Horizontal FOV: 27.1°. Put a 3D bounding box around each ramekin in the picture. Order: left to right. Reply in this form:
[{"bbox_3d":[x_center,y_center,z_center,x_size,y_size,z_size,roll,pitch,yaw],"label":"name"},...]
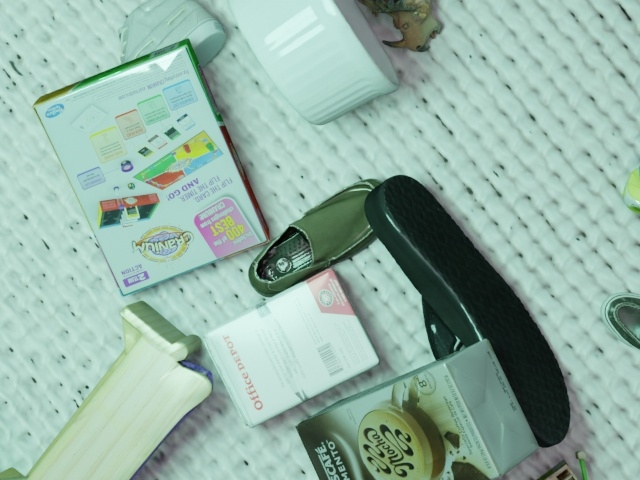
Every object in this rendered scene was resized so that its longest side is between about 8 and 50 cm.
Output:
[{"bbox_3d":[-0.016,-0.297,1.889,0.135,0.277,0.277,-32,85,12],"label":"ramekin"}]

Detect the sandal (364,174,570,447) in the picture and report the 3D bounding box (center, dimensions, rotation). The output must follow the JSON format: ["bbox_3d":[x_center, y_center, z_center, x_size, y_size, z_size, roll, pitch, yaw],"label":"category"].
[{"bbox_3d":[0.206,0.108,1.920,0.107,0.167,0.446,-39,82,38],"label":"sandal"}]

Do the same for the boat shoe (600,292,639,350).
[{"bbox_3d":[0.506,0.142,1.911,0.219,0.070,0.078,30,91,6],"label":"boat shoe"}]

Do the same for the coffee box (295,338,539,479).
[{"bbox_3d":[0.129,0.273,1.849,0.297,0.119,0.168,-29,85,40],"label":"coffee box"}]

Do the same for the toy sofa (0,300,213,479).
[{"bbox_3d":[-0.313,0.277,1.952,0.177,0.150,0.362,38,92,2],"label":"toy sofa"}]

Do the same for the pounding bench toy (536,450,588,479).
[{"bbox_3d":[0.366,0.353,1.926,0.083,0.052,0.065,-38,85,3],"label":"pounding bench toy"}]

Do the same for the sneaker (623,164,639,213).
[{"bbox_3d":[0.563,-0.076,1.904,0.240,0.091,0.126,16,89,7],"label":"sneaker"}]

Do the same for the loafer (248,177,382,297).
[{"bbox_3d":[0.000,0.000,1.961,0.251,0.087,0.094,-39,84,3],"label":"loafer"}]

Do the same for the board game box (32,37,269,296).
[{"bbox_3d":[-0.243,-0.103,1.947,0.242,0.064,0.316,-20,108,5],"label":"board game box"}]

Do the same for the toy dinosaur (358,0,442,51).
[{"bbox_3d":[0.087,-0.435,1.957,0.296,0.127,0.200,46,100,11],"label":"toy dinosaur"}]

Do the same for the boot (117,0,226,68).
[{"bbox_3d":[-0.271,-0.267,2.010,0.258,0.095,0.123,-42,72,0],"label":"boot"}]

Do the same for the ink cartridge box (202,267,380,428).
[{"bbox_3d":[-0.042,0.158,1.958,0.218,0.092,0.159,-27,85,3],"label":"ink cartridge box"}]
